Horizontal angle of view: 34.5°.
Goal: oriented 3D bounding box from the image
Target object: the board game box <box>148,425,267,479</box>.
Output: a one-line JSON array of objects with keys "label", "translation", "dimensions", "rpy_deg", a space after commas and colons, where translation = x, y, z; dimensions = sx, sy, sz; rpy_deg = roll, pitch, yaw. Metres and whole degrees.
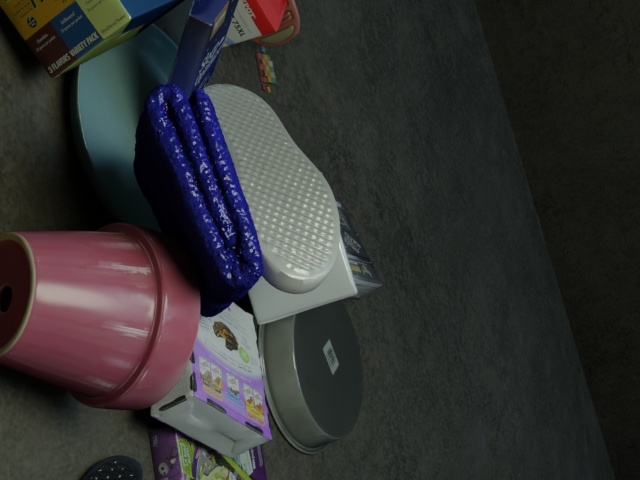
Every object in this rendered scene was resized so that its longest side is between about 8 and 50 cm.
[{"label": "board game box", "translation": [-0.124, 0.402, 1.352], "dimensions": [0.208, 0.056, 0.347], "rpy_deg": [5, 74, -69]}]

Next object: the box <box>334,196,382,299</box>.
[{"label": "box", "translation": [0.000, 0.000, 1.713], "dimensions": [0.231, 0.056, 0.183], "rpy_deg": [15, 47, -63]}]

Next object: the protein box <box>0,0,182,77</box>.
[{"label": "protein box", "translation": [-0.275, -0.329, 1.191], "dimensions": [0.201, 0.136, 0.200], "rpy_deg": [56, 30, -11]}]

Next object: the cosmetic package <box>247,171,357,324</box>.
[{"label": "cosmetic package", "translation": [-0.048, 0.008, 1.493], "dimensions": [0.151, 0.151, 0.184], "rpy_deg": [-147, -140, -86]}]

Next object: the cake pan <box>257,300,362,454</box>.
[{"label": "cake pan", "translation": [-0.007, 0.198, 1.679], "dimensions": [0.293, 0.054, 0.293], "rpy_deg": [39, 44, -54]}]

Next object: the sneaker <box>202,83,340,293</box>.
[{"label": "sneaker", "translation": [-0.078, -0.041, 1.309], "dimensions": [0.366, 0.135, 0.150], "rpy_deg": [-113, -150, -44]}]

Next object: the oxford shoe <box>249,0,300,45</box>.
[{"label": "oxford shoe", "translation": [-0.148, -0.470, 1.563], "dimensions": [0.397, 0.140, 0.146], "rpy_deg": [53, 31, -38]}]

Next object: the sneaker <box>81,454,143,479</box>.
[{"label": "sneaker", "translation": [-0.244, 0.331, 1.125], "dimensions": [0.209, 0.069, 0.082], "rpy_deg": [-82, -177, -52]}]

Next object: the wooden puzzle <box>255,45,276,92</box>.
[{"label": "wooden puzzle", "translation": [-0.093, -0.294, 1.769], "dimensions": [0.049, 0.006, 0.083], "rpy_deg": [-8, 86, -65]}]

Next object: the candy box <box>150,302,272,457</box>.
[{"label": "candy box", "translation": [-0.146, 0.155, 1.319], "dimensions": [0.165, 0.070, 0.196], "rpy_deg": [42, 28, -46]}]

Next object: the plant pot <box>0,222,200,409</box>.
[{"label": "plant pot", "translation": [-0.255, 0.069, 1.069], "dimensions": [0.180, 0.201, 0.201], "rpy_deg": [17, 63, -45]}]

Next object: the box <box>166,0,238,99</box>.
[{"label": "box", "translation": [-0.152, -0.251, 1.319], "dimensions": [0.136, 0.036, 0.225], "rpy_deg": [-68, -177, -49]}]

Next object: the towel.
[{"label": "towel", "translation": [-0.134, -0.037, 1.150], "dimensions": [0.228, 0.076, 0.308], "rpy_deg": [65, -14, 3]}]

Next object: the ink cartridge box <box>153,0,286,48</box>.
[{"label": "ink cartridge box", "translation": [-0.141, -0.343, 1.421], "dimensions": [0.134, 0.231, 0.078], "rpy_deg": [57, 32, -38]}]

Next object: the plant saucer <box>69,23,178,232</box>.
[{"label": "plant saucer", "translation": [-0.232, -0.138, 1.364], "dimensions": [0.317, 0.043, 0.318], "rpy_deg": [36, 48, -55]}]
